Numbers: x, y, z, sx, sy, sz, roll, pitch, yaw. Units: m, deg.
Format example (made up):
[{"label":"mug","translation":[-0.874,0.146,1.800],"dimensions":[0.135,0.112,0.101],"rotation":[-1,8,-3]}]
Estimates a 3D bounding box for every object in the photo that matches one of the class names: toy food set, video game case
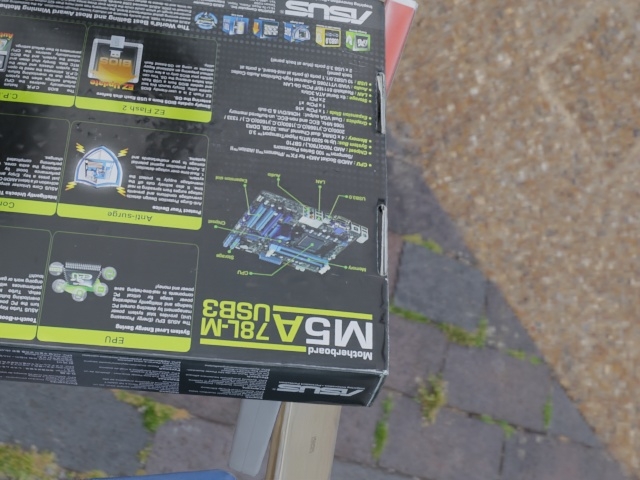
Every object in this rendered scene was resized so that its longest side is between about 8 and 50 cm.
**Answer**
[{"label":"toy food set","translation":[-0.052,0.238,1.252],"dimensions":[0.219,0.092,0.306],"rotation":[15,83,-73]},{"label":"video game case","translation":[0.000,0.000,0.708],"dimensions":[0.025,0.204,0.285],"rotation":[19,61,1]}]

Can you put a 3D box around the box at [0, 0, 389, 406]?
[{"label":"box","translation":[-0.067,-0.030,0.425],"dimensions":[0.190,0.045,0.184],"rotation":[5,63,-7]}]

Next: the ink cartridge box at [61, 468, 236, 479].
[{"label":"ink cartridge box","translation":[-0.168,0.250,0.277],"dimensions":[0.269,0.395,0.151],"rotation":[-7,118,9]}]
